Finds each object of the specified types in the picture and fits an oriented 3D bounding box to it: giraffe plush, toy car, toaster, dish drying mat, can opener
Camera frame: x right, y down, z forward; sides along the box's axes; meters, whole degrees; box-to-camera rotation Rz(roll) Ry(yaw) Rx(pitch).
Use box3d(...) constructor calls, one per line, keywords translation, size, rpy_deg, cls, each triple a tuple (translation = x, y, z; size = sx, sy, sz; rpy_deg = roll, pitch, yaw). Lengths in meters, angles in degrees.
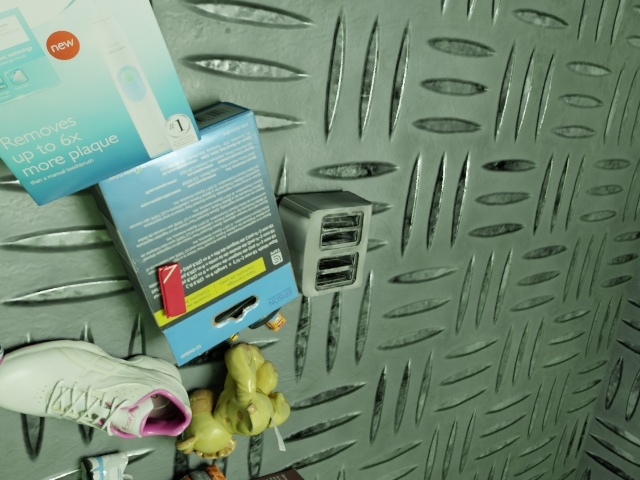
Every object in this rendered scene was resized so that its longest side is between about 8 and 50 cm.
box3d(translation=(-0.163, 0.305, 1.000), size=(0.170, 0.210, 0.181), rpy_deg=(-27, 132, 8), cls="giraffe plush")
box3d(translation=(-0.114, 0.167, 1.047), size=(0.122, 0.040, 0.060), rpy_deg=(-32, 125, -25), cls="toy car")
box3d(translation=(0.000, 0.000, 1.023), size=(0.186, 0.110, 0.168), rpy_deg=(-7, 111, -36), cls="toaster")
box3d(translation=(-0.212, 0.072, 0.813), size=(0.032, 0.008, 0.083), rpy_deg=(-19, 119, -32), cls="dish drying mat")
box3d(translation=(-0.161, 0.136, 0.988), size=(0.186, 0.073, 0.059), rpy_deg=(-30, 133, -14), cls="can opener")

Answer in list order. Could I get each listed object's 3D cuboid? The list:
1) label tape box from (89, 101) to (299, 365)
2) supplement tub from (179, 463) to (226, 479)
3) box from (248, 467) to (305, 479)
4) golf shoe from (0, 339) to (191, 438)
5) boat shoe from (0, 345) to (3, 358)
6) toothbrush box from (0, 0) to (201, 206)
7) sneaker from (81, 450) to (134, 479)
box3d(translation=(-0.186, -0.011, 0.874), size=(0.241, 0.106, 0.333), rpy_deg=(-28, 124, -26), cls="label tape box")
box3d(translation=(-0.248, 0.504, 1.028), size=(0.190, 0.117, 0.117), rpy_deg=(-32, 125, -23), cls="supplement tub")
box3d(translation=(-0.106, 0.600, 1.145), size=(0.203, 0.167, 0.168), rpy_deg=(1, 106, -39), cls="box")
box3d(translation=(-0.327, 0.228, 0.842), size=(0.306, 0.140, 0.115), rpy_deg=(16, 99, -40), cls="golf shoe")
box3d(translation=(-0.483, 0.101, 0.714), size=(0.183, 0.065, 0.083), rpy_deg=(27, 91, -41), cls="boat shoe")
box3d(translation=(-0.285, -0.210, 0.615), size=(0.216, 0.126, 0.295), rpy_deg=(-24, 142, -11), cls="toothbrush box")
box3d(translation=(-0.351, 0.443, 0.958), size=(0.083, 0.071, 0.190), rpy_deg=(-10, 114, -41), cls="sneaker")
